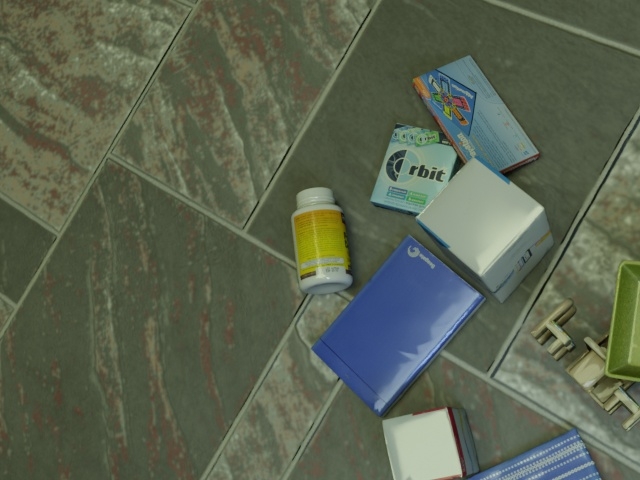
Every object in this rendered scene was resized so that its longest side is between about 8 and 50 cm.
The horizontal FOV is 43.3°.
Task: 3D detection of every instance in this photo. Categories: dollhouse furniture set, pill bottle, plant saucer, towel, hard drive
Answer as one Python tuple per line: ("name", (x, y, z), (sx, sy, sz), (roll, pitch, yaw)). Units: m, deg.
("dollhouse furniture set", (0.511, 0.197, 1.401), (0.161, 0.242, 0.212), (-44, 65, 5))
("pill bottle", (0.000, 0.000, 1.730), (0.117, 0.117, 0.215), (-13, 72, 18))
("plant saucer", (0.548, 0.132, 1.239), (0.188, 0.045, 0.189), (4, 79, 36))
("towel", (0.410, 0.529, 1.410), (0.243, 0.040, 0.336), (-31, 53, 18))
("hard drive", (0.156, 0.173, 1.662), (0.210, 0.040, 0.319), (42, 94, 26))

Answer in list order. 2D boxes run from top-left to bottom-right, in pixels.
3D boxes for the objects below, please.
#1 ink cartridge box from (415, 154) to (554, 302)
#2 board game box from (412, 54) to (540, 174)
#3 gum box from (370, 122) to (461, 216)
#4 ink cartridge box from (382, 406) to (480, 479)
("ink cartridge box", (0.321, -0.016, 1.541), (0.168, 0.232, 0.171), (-48, 64, 2))
("board game box", (0.322, -0.256, 1.693), (0.145, 0.027, 0.281), (-24, 66, -10))
("gum box", (0.209, -0.147, 1.728), (0.156, 0.041, 0.185), (16, 81, 25))
("ink cartridge box", (0.210, 0.386, 1.509), (0.128, 0.176, 0.128), (-18, 72, 18))
